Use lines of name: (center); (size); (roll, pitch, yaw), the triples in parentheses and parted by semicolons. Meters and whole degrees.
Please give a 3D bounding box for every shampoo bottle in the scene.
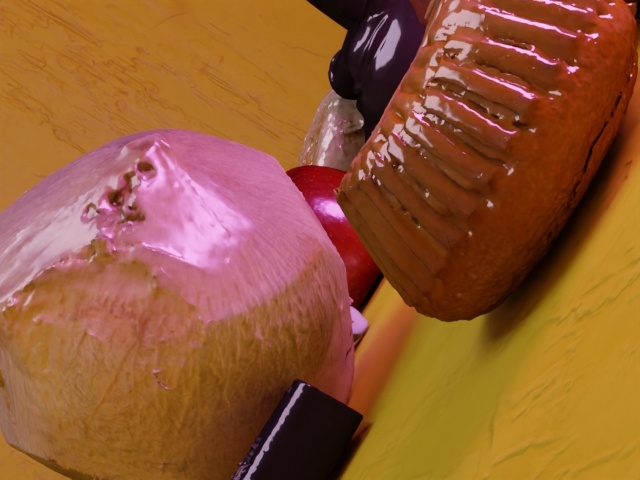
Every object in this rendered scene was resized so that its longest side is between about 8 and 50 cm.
shampoo bottle: (-0.069, 0.260, 1.291); (0.309, 0.071, 0.098); (-61, 6, -7)

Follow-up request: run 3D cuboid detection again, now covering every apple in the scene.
apple: (0.000, 0.000, 1.868); (0.181, 0.168, 0.181); (-52, 3, 4)

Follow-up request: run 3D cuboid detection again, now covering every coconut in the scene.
coconut: (-0.147, 0.065, 1.454); (0.346, 0.346, 0.360); (-63, -32, -55)

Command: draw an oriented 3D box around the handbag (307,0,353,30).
handbag: (0.147, -0.394, 2.306); (0.275, 0.302, 0.178); (-52, 12, 18)

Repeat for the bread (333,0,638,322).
bread: (0.104, -0.064, 1.010); (0.240, 0.139, 0.240); (-62, 2, 4)

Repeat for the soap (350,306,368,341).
soap: (-0.076, 0.116, 1.761); (0.087, 0.160, 0.265); (-54, 5, -34)

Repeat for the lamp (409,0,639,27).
lamp: (0.165, -0.281, 1.223); (0.305, 0.240, 0.305); (-58, 4, 6)

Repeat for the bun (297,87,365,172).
bun: (0.050, -0.086, 2.064); (0.244, 0.153, 0.243); (-170, 90, -78)

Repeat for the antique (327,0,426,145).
antique: (0.108, -0.231, 1.864); (0.255, 0.185, 0.322); (102, 159, -70)
